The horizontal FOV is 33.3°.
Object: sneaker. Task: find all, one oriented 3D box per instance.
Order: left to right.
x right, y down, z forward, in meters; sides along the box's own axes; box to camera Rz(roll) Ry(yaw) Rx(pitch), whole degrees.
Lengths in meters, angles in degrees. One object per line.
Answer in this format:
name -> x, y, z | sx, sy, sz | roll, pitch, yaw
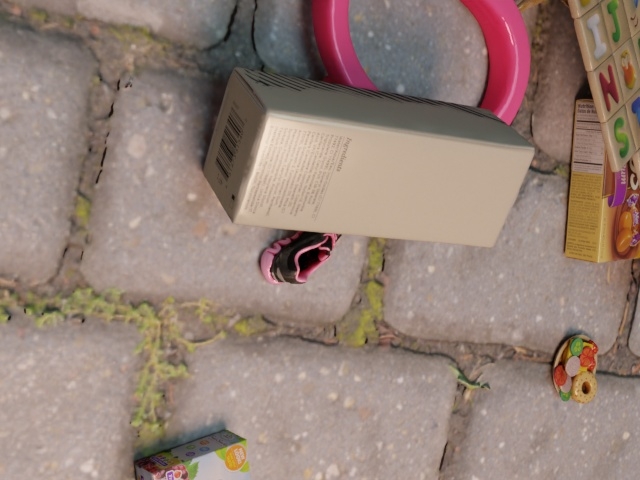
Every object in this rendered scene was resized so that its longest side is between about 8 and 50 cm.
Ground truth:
sneaker -> 0.000, 0.000, 1.006 | 0.119, 0.057, 0.047 | -48, 121, -23

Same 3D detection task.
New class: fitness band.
fitness band -> 0.102, -0.192, 1.053 | 0.291, 0.054, 0.209 | 33, 77, -38

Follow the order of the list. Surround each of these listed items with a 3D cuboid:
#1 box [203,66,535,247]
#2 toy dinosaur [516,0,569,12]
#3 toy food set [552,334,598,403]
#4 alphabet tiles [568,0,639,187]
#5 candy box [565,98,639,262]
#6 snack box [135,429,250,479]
box -> 0.045, -0.071, 0.958 | 0.275, 0.094, 0.113 | 6, 118, -29
toy dinosaur -> 0.266, -0.292, 1.162 | 0.183, 0.053, 0.092 | -28, 115, -31
toy food set -> 0.310, 0.155, 1.295 | 0.082, 0.020, 0.083 | 16, 89, -38
alphabet tiles -> 0.356, -0.237, 1.202 | 0.285, 0.011, 0.342 | -38, 115, -45
candy box -> 0.347, -0.072, 1.264 | 0.109, 0.053, 0.186 | -4, 101, -39
snack box -> -0.110, 0.256, 0.977 | 0.100, 0.037, 0.141 | -14, 107, -37
